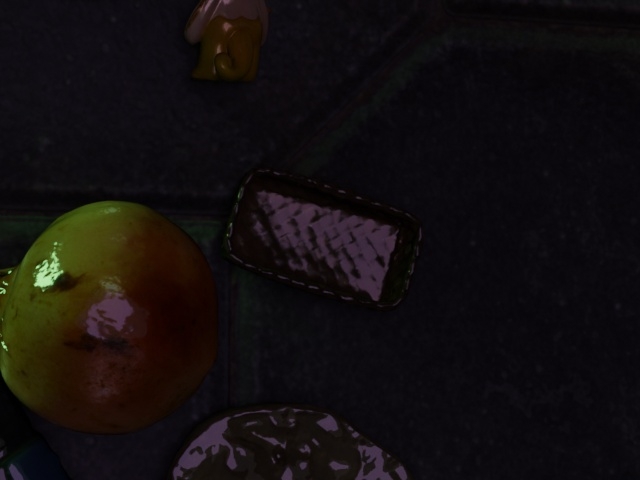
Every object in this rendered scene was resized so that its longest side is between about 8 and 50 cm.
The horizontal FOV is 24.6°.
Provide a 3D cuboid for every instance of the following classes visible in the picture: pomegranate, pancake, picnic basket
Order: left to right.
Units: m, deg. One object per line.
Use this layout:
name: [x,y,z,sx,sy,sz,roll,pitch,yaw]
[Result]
pomegranate: [-0.186,0.068,1.305,0.209,0.209,0.209,1,86,-15]
pancake: [-0.031,0.301,1.401,0.295,0.049,0.294,2,82,-14]
picnic basket: [0.000,0.000,1.428,0.193,0.055,0.110,19,80,-13]

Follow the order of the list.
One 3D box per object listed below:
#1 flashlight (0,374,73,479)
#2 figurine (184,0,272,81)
flashlight: [-0.295,0.183,1.315,0.103,0.103,0.424,-34,94,-15]
figurine: [-0.084,-0.275,1.399,0.156,0.131,0.246,-6,101,-35]
